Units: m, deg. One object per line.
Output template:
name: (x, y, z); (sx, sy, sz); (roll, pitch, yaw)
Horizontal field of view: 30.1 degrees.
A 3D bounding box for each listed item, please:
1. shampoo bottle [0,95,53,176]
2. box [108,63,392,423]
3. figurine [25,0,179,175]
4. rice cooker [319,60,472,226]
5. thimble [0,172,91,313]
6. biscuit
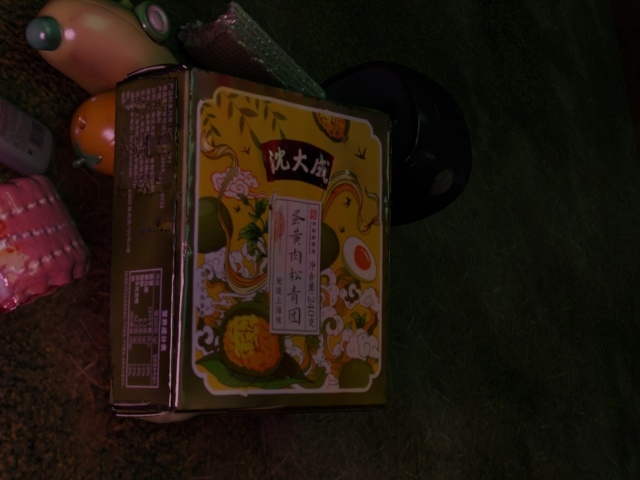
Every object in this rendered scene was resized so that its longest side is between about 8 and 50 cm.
shampoo bottle: (-0.386, -0.138, 1.390); (0.165, 0.040, 0.080); (35, 45, -39)
box: (-0.078, 0.016, 1.508); (0.373, 0.138, 0.420); (7, 82, -45)
figurine: (-0.249, -0.175, 1.541); (0.324, 0.124, 0.222); (57, 33, -21)
rice cooker: (0.107, -0.152, 1.932); (0.224, 0.267, 0.267); (21, 53, -57)
thimble: (-0.339, 0.014, 1.246); (0.125, 0.163, 0.189); (65, 18, -1)
biscuit: (-0.102, -0.260, 1.820); (0.239, 0.108, 0.061); (42, 45, -35)
